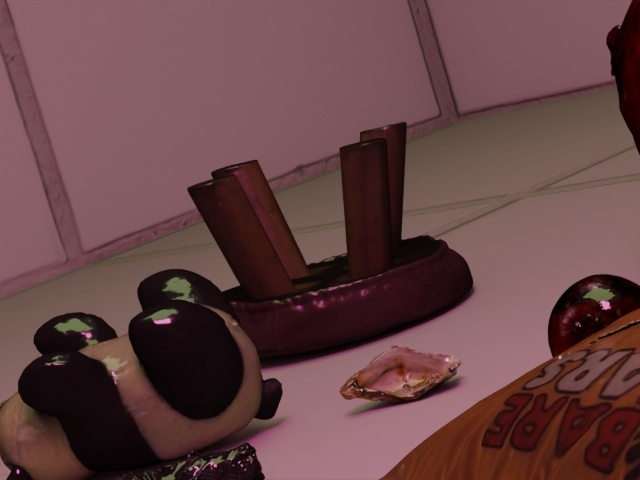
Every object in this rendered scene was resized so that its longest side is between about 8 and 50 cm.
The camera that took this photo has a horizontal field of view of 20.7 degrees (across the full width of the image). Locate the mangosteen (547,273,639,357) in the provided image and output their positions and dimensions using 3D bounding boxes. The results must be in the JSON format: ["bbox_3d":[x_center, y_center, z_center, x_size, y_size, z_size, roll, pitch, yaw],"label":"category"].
[{"bbox_3d":[0.197,0.062,1.202,0.081,0.081,0.081,-16,7,2],"label":"mangosteen"}]

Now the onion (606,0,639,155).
[{"bbox_3d":[0.418,-0.157,1.460,0.341,0.341,0.341,-16,7,2],"label":"onion"}]

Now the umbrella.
[{"bbox_3d":[-0.111,0.172,1.215,0.144,0.037,0.040,-15,12,-5],"label":"umbrella"}]

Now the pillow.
[{"bbox_3d":[0.222,0.084,0.809,0.312,0.119,0.310,-18,11,-26],"label":"pillow"}]

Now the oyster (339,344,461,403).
[{"bbox_3d":[0.063,0.107,1.354,0.093,0.034,0.051,-4,25,8],"label":"oyster"}]

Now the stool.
[{"bbox_3d":[0.000,0.000,1.718,0.272,0.178,0.272,-15,7,2],"label":"stool"}]

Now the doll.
[{"bbox_3d":[-0.156,0.117,1.376,0.234,0.135,0.143,-20,13,7],"label":"doll"}]
